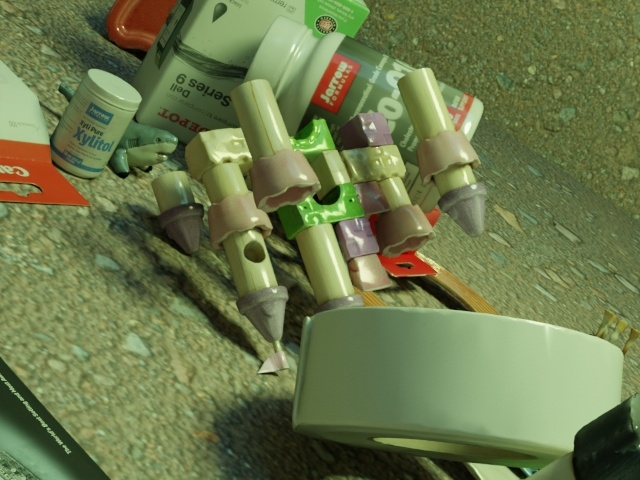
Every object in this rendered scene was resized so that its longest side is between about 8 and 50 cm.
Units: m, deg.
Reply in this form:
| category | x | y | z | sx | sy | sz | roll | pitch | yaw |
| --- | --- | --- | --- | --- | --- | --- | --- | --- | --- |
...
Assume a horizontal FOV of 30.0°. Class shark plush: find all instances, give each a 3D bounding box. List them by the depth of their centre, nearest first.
| category | x | y | z | sx | sy | sz | roll | pitch | yaw |
| --- | --- | --- | --- | --- | --- | --- | --- | --- | --- |
| shark plush | -0.246 | -0.140 | 1.445 | 0.161 | 0.067 | 0.073 | 40 | 20 | 21 |

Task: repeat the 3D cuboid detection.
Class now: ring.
| category | x | y | z | sx | sy | sz | roll | pitch | yaw |
| --- | --- | --- | --- | --- | --- | --- | --- | --- | --- |
| ring | 0.126 | 0.084 | 1.540 | 0.336 | 0.032 | 0.336 | 28 | 18 | -10 |

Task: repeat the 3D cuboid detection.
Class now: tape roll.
| category | x | y | z | sx | sy | sz | roll | pitch | yaw |
| --- | --- | --- | --- | --- | --- | --- | --- | --- | --- |
| tape roll | 0.118 | 0.135 | 1.047 | 0.286 | 0.100 | 0.286 | 7 | -13 | 2 |

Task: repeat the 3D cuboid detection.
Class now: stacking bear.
| category | x | y | z | sx | sy | sz | roll | pitch | yaw |
| --- | --- | --- | --- | --- | --- | --- | --- | --- | --- |
| stacking bear | -0.211 | -0.370 | 1.960 | 0.175 | 0.164 | 0.289 | 33 | 14 | -1 |

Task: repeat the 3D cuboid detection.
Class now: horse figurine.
| category | x | y | z | sx | sy | sz | roll | pitch | yaw |
| --- | --- | --- | --- | --- | --- | --- | --- | --- | --- |
| horse figurine | 0.326 | 0.169 | 1.490 | 0.066 | 0.174 | 0.263 | 35 | 5 | 18 |

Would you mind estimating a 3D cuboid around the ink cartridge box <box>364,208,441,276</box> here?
| category | x | y | z | sx | sy | sz | roll | pitch | yaw |
| --- | --- | --- | --- | --- | --- | --- | --- | --- | --- |
| ink cartridge box | 0.066 | -0.049 | 1.608 | 0.231 | 0.078 | 0.134 | 41 | 22 | 26 |

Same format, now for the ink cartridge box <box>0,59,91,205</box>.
| category | x | y | z | sx | sy | sz | roll | pitch | yaw |
| --- | --- | --- | --- | --- | --- | --- | --- | --- | --- |
| ink cartridge box | -0.361 | -0.128 | 1.256 | 0.232 | 0.066 | 0.189 | 37 | 18 | 27 |

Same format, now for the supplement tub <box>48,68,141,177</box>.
| category | x | y | z | sx | sy | sz | roll | pitch | yaw |
| --- | --- | --- | --- | --- | --- | --- | --- | --- | --- |
| supplement tub | -0.256 | -0.131 | 1.342 | 0.071 | 0.107 | 0.071 | 29 | 19 | -11 |

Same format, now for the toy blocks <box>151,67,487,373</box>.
| category | x | y | z | sx | sy | sz | roll | pitch | yaw |
| --- | --- | --- | --- | --- | --- | --- | --- | --- | --- |
| toy blocks | 0.000 | 0.000 | 1.296 | 0.288 | 0.309 | 0.260 | -11 | 74 | -36 |

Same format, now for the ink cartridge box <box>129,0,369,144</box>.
| category | x | y | z | sx | sy | sz | roll | pitch | yaw |
| --- | --- | --- | --- | --- | --- | --- | --- | --- | --- |
| ink cartridge box | -0.102 | -0.259 | 1.635 | 0.211 | 0.289 | 0.121 | 23 | 24 | -26 |

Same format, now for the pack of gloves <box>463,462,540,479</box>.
| category | x | y | z | sx | sy | sz | roll | pitch | yaw |
| --- | --- | --- | --- | --- | --- | --- | --- | --- | --- |
| pack of gloves | 0.170 | 0.213 | 1.295 | 0.232 | 0.046 | 0.195 | 52 | 25 | 20 |

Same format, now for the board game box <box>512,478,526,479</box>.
| category | x | y | z | sx | sy | sz | roll | pitch | yaw |
| --- | --- | --- | --- | --- | --- | --- | --- | --- | --- |
| board game box | 0.206 | 0.285 | 1.131 | 0.259 | 0.039 | 0.124 | 6 | 42 | -49 |

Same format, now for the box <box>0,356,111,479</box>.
| category | x | y | z | sx | sy | sz | roll | pitch | yaw |
| --- | --- | --- | --- | --- | --- | --- | --- | --- | --- |
| box | -0.230 | 0.168 | 0.682 | 0.307 | 0.076 | 0.242 | 41 | 21 | 24 |

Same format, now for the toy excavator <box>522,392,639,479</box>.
| category | x | y | z | sx | sy | sz | roll | pitch | yaw |
| --- | --- | --- | --- | --- | --- | --- | --- | --- | --- |
| toy excavator | 0.197 | 0.333 | 0.775 | 0.433 | 0.222 | 0.445 | 29 | 35 | -35 |

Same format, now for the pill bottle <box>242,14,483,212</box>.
| category | x | y | z | sx | sy | sz | roll | pitch | yaw |
| --- | --- | --- | --- | --- | --- | --- | --- | --- | --- |
| pill bottle | 0.047 | -0.164 | 1.510 | 0.283 | 0.161 | 0.161 | 26 | 19 | 1 |
